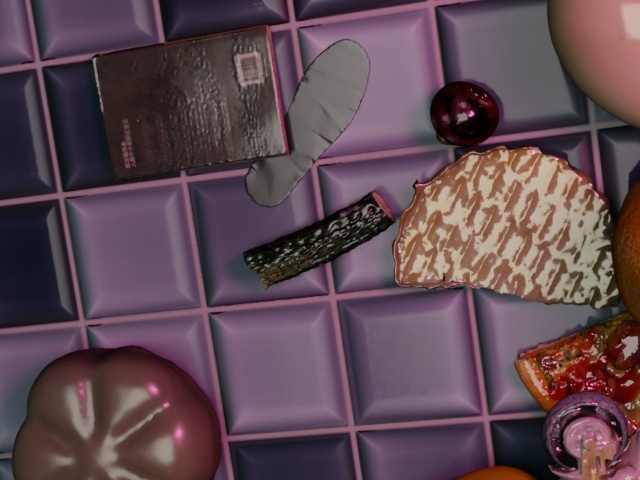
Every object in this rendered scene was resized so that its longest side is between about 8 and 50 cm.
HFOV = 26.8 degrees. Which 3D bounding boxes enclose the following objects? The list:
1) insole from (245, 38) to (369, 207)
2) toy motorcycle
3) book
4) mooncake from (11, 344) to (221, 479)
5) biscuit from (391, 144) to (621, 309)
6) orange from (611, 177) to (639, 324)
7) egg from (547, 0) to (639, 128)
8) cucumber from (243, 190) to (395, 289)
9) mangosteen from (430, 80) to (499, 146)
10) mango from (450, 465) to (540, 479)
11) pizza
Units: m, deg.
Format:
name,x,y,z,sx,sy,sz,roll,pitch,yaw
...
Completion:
name,x,y,z,sx,sy,sz,roll,pitch,yaw
insole,-0.014,-0.137,1.619,0.080,0.003,0.232,36,105,6
toy motorcycle,0.390,0.308,1.528,0.341,0.108,0.222,18,107,-6
book,-0.159,-0.165,1.636,0.228,0.024,0.160,-8,96,15
mooncake,-0.256,0.262,1.675,0.275,0.135,0.275,1,95,13
biscuit,0.224,-0.019,1.565,0.274,0.036,0.187,9,101,12
orange,0.434,0.011,1.408,0.264,0.264,0.264,2,99,13
egg,0.346,-0.222,1.427,0.186,0.186,0.241,-34,100,16
cucumber,0.000,0.000,1.611,0.187,0.058,0.058,-25,93,17
mangosteen,0.162,-0.141,1.538,0.081,0.081,0.081,2,99,13
mango,0.190,0.336,1.602,0.195,0.098,0.137,-4,101,21
pizza,0.335,0.146,1.556,0.201,0.053,0.193,27,104,8
